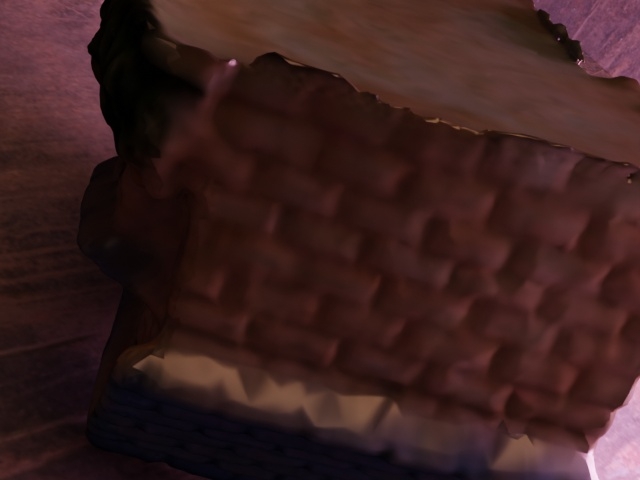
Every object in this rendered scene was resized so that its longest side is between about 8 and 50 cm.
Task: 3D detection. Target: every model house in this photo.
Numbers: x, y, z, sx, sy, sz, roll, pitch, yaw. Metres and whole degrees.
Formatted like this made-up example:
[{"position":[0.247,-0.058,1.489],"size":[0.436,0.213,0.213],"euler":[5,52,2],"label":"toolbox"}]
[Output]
[{"position":[0.000,0.000,0.853],"size":[0.395,0.400,0.445],"euler":[12,27,-13],"label":"model house"}]
